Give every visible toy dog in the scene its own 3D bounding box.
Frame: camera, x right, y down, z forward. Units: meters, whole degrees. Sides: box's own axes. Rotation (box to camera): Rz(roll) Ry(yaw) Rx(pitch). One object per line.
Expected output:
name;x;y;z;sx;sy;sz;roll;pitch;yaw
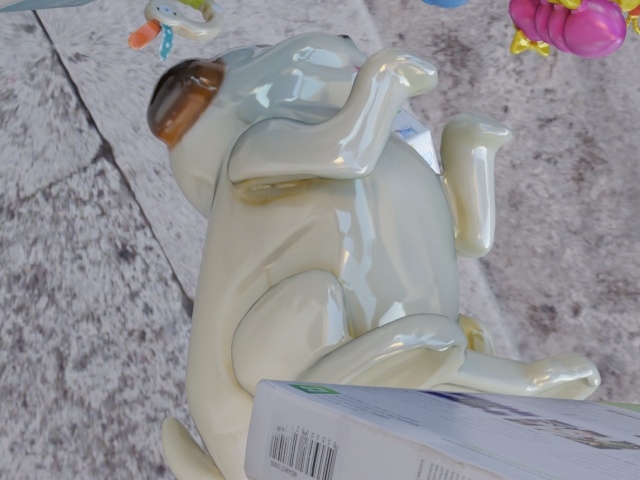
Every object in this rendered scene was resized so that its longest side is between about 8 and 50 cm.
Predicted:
toy dog;0.000;0.000;0.915;0.284;0.408;0.395;11;141;-40

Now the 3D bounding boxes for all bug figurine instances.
bug figurine;0.177;-0.158;0.669;0.279;0.216;0.072;-1;112;-21

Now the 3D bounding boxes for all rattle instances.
rattle;-0.202;-0.372;1.592;0.142;0.199;0.130;-31;95;34

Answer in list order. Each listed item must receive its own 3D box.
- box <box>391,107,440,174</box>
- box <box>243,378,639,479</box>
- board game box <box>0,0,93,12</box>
box;0.063;-0.096;1.541;0.203;0.103;0.114;-30;131;-11
box;0.156;0.125;0.520;0.322;0.232;0.058;8;91;-33
board game box;-0.158;-0.326;0.638;0.079;0.253;0.336;-14;101;-35
